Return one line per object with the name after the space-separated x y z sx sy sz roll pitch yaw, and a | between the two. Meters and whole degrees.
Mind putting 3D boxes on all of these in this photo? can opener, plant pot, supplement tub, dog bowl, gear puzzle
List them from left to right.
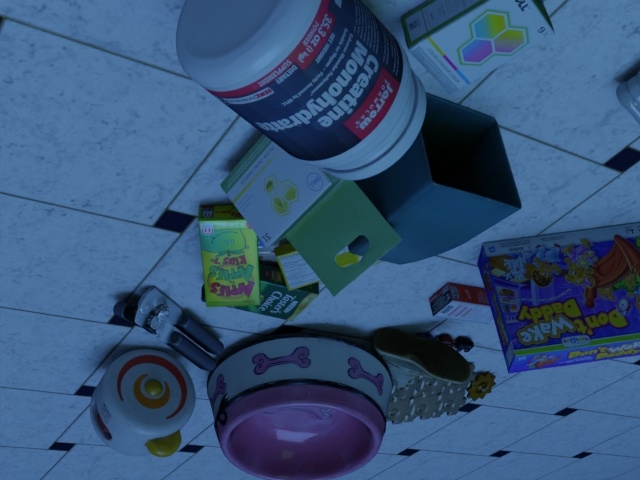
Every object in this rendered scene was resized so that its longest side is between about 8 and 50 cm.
-0.279 0.168 1.612 0.093 0.074 0.280 13 159 33 | can opener
-0.043 0.376 1.810 0.408 0.150 0.407 -1 138 -1 | dog bowl
-0.014 -0.202 0.977 0.191 0.191 0.272 -27 143 25 | supplement tub
0.140 -0.072 1.249 0.166 0.165 0.234 13 144 -31 | plant pot
0.284 0.351 2.023 0.339 0.044 0.175 -2 122 -27 | gear puzzle

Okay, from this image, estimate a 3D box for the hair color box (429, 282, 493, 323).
0.298 0.128 1.704 0.141 0.043 0.072 10 143 -29 | hair color box

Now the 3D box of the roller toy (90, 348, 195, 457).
-0.356 0.325 1.698 0.191 0.209 0.146 26 136 -13 | roller toy

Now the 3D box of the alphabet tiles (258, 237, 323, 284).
0.000 0.000 1.451 0.278 0.021 0.284 -2 147 -10 | alphabet tiles

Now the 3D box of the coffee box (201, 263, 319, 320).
-0.106 0.088 1.509 0.184 0.040 0.113 16 142 -25 | coffee box

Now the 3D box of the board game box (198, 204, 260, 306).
-0.146 0.027 1.376 0.092 0.043 0.181 -2 127 -4 | board game box

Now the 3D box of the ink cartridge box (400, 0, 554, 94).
0.216 -0.277 1.039 0.209 0.062 0.109 -27 142 25 | ink cartridge box

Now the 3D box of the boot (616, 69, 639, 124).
0.547 -0.193 1.243 0.258 0.095 0.123 26 140 -31 | boot

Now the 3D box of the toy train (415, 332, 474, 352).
0.272 0.224 1.860 0.158 0.027 0.036 9 141 -26 | toy train

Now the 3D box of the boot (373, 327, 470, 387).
0.214 0.273 1.823 0.213 0.077 0.165 20 152 13 | boot

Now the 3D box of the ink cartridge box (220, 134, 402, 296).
-0.019 -0.042 1.205 0.056 0.235 0.171 -29 170 -49 | ink cartridge box

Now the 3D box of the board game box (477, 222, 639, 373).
0.486 0.098 1.530 0.347 0.233 0.078 -8 148 -3 | board game box

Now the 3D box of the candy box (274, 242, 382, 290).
0.031 0.020 1.429 0.206 0.027 0.105 -17 140 -1 | candy box
